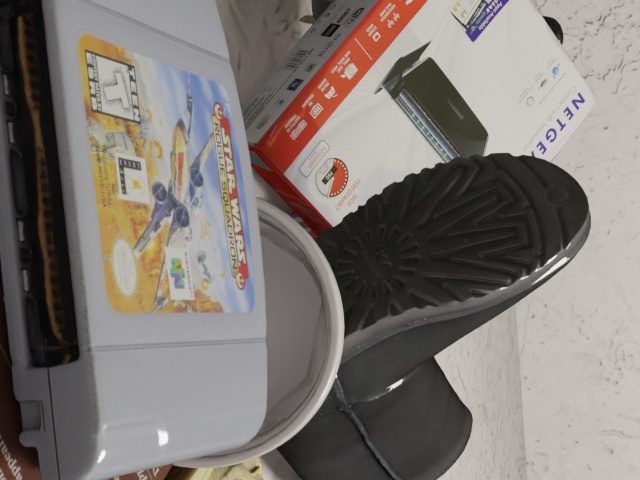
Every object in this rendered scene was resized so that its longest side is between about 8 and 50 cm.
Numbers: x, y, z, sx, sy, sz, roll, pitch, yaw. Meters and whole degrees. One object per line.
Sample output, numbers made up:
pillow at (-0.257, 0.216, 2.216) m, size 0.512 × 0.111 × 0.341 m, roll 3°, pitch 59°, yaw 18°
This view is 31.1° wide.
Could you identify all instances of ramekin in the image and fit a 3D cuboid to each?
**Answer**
ramekin at (-0.078, 0.066, 0.891) m, size 0.109 × 0.207 × 0.207 m, roll 17°, pitch 72°, yaw -80°

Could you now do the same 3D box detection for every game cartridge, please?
game cartridge at (-0.100, -0.026, 0.634) m, size 0.198 × 0.062 × 0.297 m, roll 4°, pitch 76°, yaw -62°

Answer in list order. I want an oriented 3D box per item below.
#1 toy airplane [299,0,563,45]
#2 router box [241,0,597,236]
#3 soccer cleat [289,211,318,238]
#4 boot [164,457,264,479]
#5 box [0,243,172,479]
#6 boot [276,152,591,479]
toy airplane at (0.117, -0.364, 1.431) m, size 0.386 × 0.272 × 0.384 m, roll 33°, pitch 58°, yaw -47°
router box at (0.108, -0.135, 1.228) m, size 0.335 × 0.082 × 0.301 m, roll -51°, pitch 123°, yaw -10°
soccer cleat at (0.000, 0.000, 1.292) m, size 0.248 × 0.095 × 0.083 m, roll -61°, pitch 145°, yaw -58°
boot at (-0.079, 0.268, 0.935) m, size 0.203 × 0.095 × 0.262 m, roll 60°, pitch 18°, yaw -8°
box at (-0.210, 0.132, 0.549) m, size 0.381 × 0.143 × 0.191 m, roll -61°, pitch 138°, yaw -59°
boot at (0.108, 0.129, 1.169) m, size 0.445 × 0.367 × 0.146 m, roll 64°, pitch 4°, yaw -55°
